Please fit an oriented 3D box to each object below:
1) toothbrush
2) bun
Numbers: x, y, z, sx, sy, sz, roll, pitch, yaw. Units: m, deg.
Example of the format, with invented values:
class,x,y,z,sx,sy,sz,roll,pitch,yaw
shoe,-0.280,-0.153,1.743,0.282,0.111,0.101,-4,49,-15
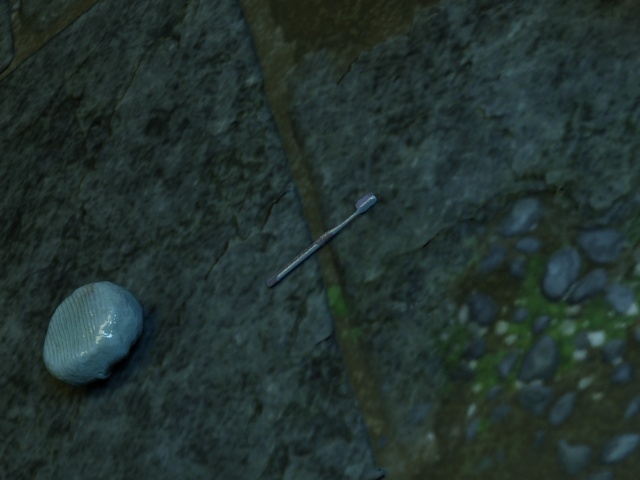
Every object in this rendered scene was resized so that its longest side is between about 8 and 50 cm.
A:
class,x,y,z,sx,sy,sz,roll,pitch,yaw
toothbrush,0.000,0.000,0.971,0.097,0.006,0.008,-40,39,12
bun,-0.162,0.068,1.040,0.083,0.045,0.083,-26,45,30
